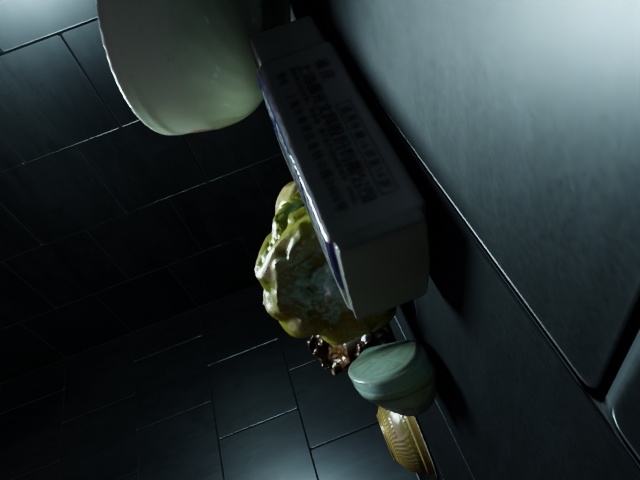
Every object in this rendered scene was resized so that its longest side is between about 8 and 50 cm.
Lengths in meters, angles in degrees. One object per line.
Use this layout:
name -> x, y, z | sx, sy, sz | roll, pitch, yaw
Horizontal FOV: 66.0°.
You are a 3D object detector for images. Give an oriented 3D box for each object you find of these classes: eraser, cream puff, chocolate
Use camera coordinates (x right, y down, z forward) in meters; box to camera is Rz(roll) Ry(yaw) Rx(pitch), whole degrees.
eraser -> 0.011, -0.077, 0.464 | 0.124, 0.081, 0.279 | 71, 177, -56
cream puff -> 0.005, 0.034, 0.706 | 0.194, 0.195, 0.220 | -115, 8, -71
chocolate -> 0.060, 0.214, 1.069 | 0.206, 0.177, 0.224 | 134, 113, -89

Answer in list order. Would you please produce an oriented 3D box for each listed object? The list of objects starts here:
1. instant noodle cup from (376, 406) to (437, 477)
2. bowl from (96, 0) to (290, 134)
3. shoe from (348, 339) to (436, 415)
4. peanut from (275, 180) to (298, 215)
instant noodle cup -> 0.211, 0.503, 1.304 | 0.274, 0.091, 0.274 | 159, 90, -90
bowl -> -0.117, -0.256, 0.565 | 0.277, 0.145, 0.277 | 7, -90, -82
shoe -> 0.102, 0.188, 0.654 | 0.251, 0.103, 0.100 | 36, -147, -83
peanut -> 0.000, 0.000, 1.032 | 0.325, 0.140, 0.153 | 63, -148, -50
